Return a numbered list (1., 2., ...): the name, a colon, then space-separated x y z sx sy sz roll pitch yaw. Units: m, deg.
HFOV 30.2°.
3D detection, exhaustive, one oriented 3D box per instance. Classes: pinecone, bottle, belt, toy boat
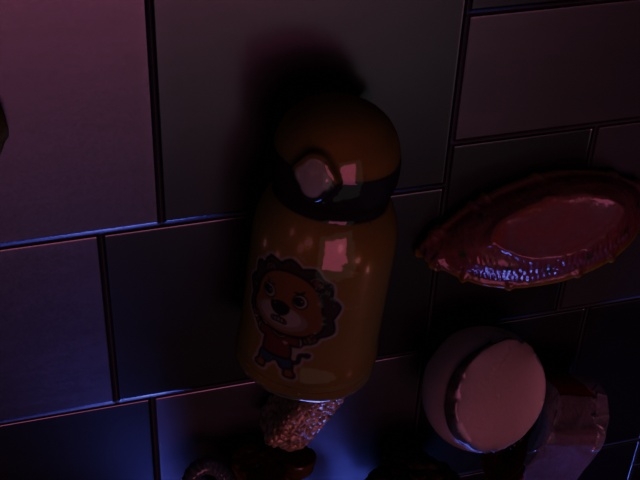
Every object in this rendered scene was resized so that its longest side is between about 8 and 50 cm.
1. pinecone: 0.124 0.401 1.669 0.204 0.179 0.184 -63 158 -4
2. bottle: 0.000 0.000 1.335 0.172 0.171 0.351 -5 126 -17
3. belt: 0.326 0.274 1.690 0.124 0.128 0.200 7 127 -26
4. toy boat: 0.279 -0.016 1.471 0.318 0.099 0.140 -13 89 -9

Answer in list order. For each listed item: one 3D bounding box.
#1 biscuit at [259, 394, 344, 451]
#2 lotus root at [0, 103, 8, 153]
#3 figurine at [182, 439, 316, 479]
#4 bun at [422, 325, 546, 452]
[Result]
1. biscuit: -0.010 0.203 1.542 0.070 0.082 0.168 24 115 -35
2. lotus root: -0.414 -0.099 1.163 0.204 0.078 0.183 27 113 -33
3. figurine: -0.062 0.456 1.663 0.261 0.186 0.381 -11 124 -26
4. bun: 0.210 0.195 1.591 0.173 0.120 0.172 -6 103 -26
